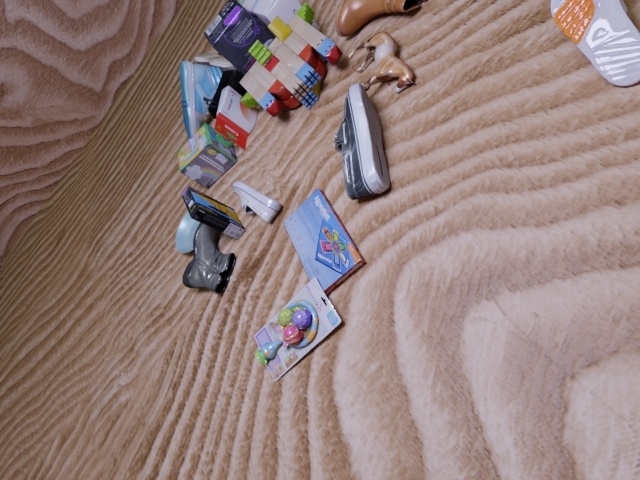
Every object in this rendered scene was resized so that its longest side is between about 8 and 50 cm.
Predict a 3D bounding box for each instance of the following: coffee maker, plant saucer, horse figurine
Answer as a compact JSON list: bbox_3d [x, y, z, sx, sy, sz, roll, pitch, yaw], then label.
[{"bbox_3d":[-0.337,-0.543,1.544,0.120,0.171,0.178,15,77,4],"label":"coffee maker"},{"bbox_3d":[-0.433,-0.041,1.449,0.195,0.037,0.194,-19,57,32],"label":"plant saucer"},{"bbox_3d":[0.164,-0.505,1.166,0.175,0.066,0.263,-23,57,37],"label":"horse figurine"}]

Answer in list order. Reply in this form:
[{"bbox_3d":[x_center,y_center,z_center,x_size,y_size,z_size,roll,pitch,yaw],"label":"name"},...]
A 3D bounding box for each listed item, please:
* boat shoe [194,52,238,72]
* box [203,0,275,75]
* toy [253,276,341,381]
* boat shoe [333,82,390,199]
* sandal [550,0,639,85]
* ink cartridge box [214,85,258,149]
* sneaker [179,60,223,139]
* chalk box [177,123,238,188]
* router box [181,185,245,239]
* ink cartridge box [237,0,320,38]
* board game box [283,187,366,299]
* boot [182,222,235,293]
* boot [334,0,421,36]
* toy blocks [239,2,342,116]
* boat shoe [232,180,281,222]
[{"bbox_3d":[-0.443,-0.745,1.792,0.117,0.096,0.324,-29,40,-30],"label":"boat shoe"},{"bbox_3d":[-0.245,-0.679,1.461,0.165,0.270,0.143,-44,46,13],"label":"box"},{"bbox_3d":[-0.074,0.210,0.979,0.237,0.056,0.137,-47,54,20],"label":"toy"},{"bbox_3d":[0.087,-0.259,1.058,0.119,0.121,0.335,-19,58,27],"label":"boat shoe"},{"bbox_3d":[0.537,-0.401,0.793,0.102,0.076,0.265,-32,70,42],"label":"sandal"},{"bbox_3d":[-0.296,-0.434,1.463,0.045,0.145,0.179,-18,57,35],"label":"ink cartridge box"},{"bbox_3d":[-0.453,-0.557,1.690,0.127,0.208,0.318,38,131,52],"label":"sneaker"},{"bbox_3d":[-0.397,-0.321,1.501,0.213,0.132,0.132,-38,48,18],"label":"chalk box"},{"bbox_3d":[-0.332,-0.085,1.285,0.046,0.179,0.133,-49,45,12],"label":"router box"},{"bbox_3d":[-0.158,-0.810,1.505,0.117,0.201,0.278,-53,46,7],"label":"ink cartridge box"},{"bbox_3d":[0.000,0.000,1.063,0.145,0.027,0.281,-43,47,17],"label":"board game box"},{"bbox_3d":[-0.327,0.045,1.300,0.161,0.083,0.246,1,70,30],"label":"boot"},{"bbox_3d":[0.190,-0.704,1.237,0.283,0.109,0.220,-41,51,7],"label":"boot"},{"bbox_3d":[-0.087,-0.539,1.342,0.381,0.191,0.261,-46,57,12],"label":"toy blocks"},{"bbox_3d":[-0.215,-0.120,1.271,0.226,0.083,0.075,28,86,44],"label":"boat shoe"}]
